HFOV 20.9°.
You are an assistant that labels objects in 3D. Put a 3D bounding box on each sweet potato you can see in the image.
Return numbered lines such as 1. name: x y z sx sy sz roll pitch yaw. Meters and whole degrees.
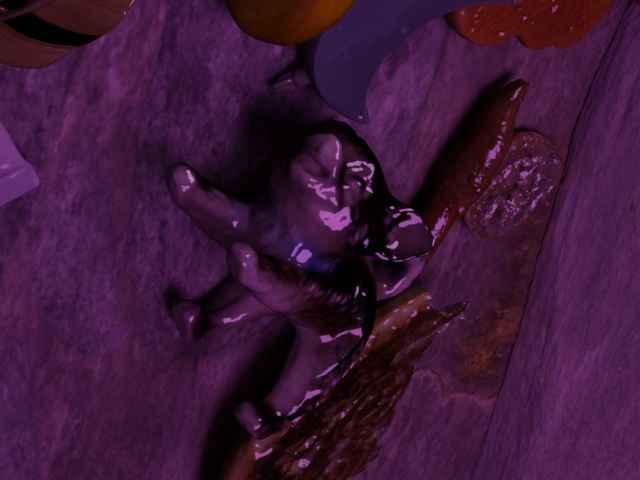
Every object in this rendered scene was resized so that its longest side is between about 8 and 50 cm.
1. sweet potato: 0.161 -0.067 1.994 0.067 0.067 0.274 12 113 -46

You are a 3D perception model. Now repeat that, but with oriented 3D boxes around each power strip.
1. power strip: 0.064 -0.215 1.746 0.253 0.054 0.167 -36 137 19

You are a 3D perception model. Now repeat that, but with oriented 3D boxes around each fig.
1. fig: -0.026 -0.251 1.625 0.136 0.121 0.153 -37 165 -16

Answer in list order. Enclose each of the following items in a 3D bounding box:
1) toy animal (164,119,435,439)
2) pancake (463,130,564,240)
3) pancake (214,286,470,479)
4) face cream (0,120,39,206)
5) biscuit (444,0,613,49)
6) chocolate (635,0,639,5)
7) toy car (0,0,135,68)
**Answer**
1. toy animal: 0.000 0.000 1.817 0.303 0.194 0.344 -29 150 -24
2. pancake: 0.228 -0.066 2.085 0.158 0.028 0.158 -25 137 -26
3. pancake: 0.012 0.206 2.084 0.305 0.067 0.426 -18 146 -44
4. face cream: -0.389 -0.103 1.455 0.235 0.137 0.420 -34 149 -13
5. biscuit: 0.199 -0.302 1.823 0.202 0.047 0.334 -48 139 14
6. chocolate: 0.372 -0.349 1.874 0.134 0.134 0.309 -40 137 -5
7. toy car: -0.202 -0.247 1.462 0.101 0.124 0.256 16 113 -46
